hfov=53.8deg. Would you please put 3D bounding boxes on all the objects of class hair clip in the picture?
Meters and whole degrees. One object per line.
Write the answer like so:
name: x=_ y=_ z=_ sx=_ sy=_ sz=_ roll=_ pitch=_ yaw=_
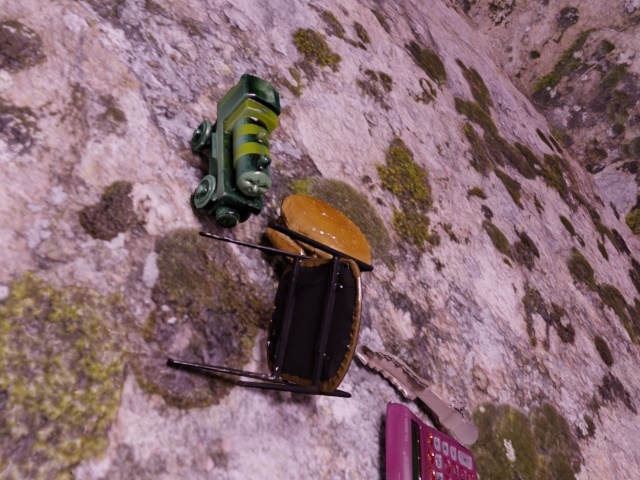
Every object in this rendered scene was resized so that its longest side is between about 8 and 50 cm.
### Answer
hair clip: x=0.137 y=0.209 z=0.914 sx=0.226 sy=0.034 sz=0.072 roll=39 pitch=13 yaw=-11

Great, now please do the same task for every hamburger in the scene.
hamburger: x=0.000 y=0.000 z=0.883 sx=0.147 sy=0.083 sz=0.138 roll=48 pitch=19 yaw=29

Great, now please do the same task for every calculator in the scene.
calculator: x=0.150 y=0.310 z=0.848 sx=0.190 sy=0.034 sz=0.126 roll=38 pitch=36 yaw=-28

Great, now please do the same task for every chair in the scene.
chair: x=-0.023 y=0.089 z=0.721 sx=0.247 sy=0.172 sz=0.158 roll=19 pitch=77 yaw=-38

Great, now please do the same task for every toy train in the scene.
toy train: x=-0.110 y=-0.115 z=0.841 sx=0.083 sy=0.132 sz=0.200 roll=21 pitch=43 yaw=-35
